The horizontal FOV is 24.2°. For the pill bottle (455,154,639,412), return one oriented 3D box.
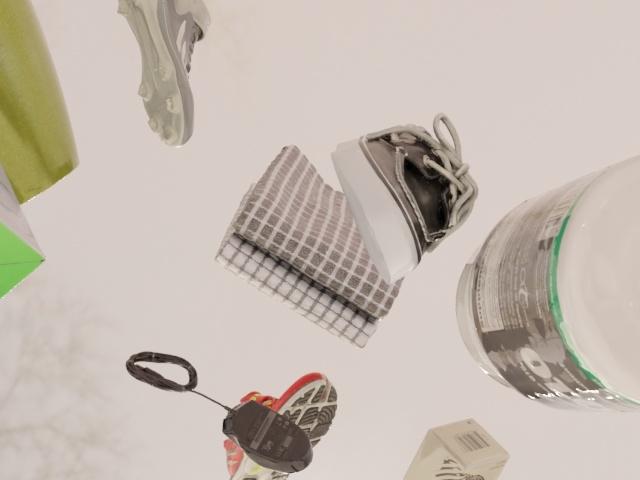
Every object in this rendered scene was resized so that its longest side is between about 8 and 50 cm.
[{"bbox_3d":[0.246,0.047,1.290,0.204,0.204,0.361,30,-10,-6],"label":"pill bottle"}]

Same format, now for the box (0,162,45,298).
[{"bbox_3d":[-0.455,0.013,1.611,0.127,0.262,0.231,47,5,-41],"label":"box"}]

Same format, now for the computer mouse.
[{"bbox_3d":[-0.118,0.199,1.717,0.242,0.071,0.041,30,-44,5],"label":"computer mouse"}]

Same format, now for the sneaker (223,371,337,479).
[{"bbox_3d":[-0.074,0.261,2.148,0.107,0.118,0.279,0,-37,-35],"label":"sneaker"}]

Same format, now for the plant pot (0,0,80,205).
[{"bbox_3d":[-0.435,-0.184,1.855,0.274,0.275,0.294,-12,-67,55],"label":"plant pot"}]

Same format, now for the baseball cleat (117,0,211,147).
[{"bbox_3d":[-0.152,-0.202,1.599,0.109,0.206,0.072,-10,-7,-44],"label":"baseball cleat"}]

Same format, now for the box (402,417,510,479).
[{"bbox_3d":[0.173,0.408,2.271,0.094,0.113,0.275,43,-56,34],"label":"box"}]

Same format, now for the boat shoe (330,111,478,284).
[{"bbox_3d":[0.076,-0.044,1.245,0.306,0.104,0.113,-71,139,-83],"label":"boat shoe"}]

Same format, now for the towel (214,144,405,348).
[{"bbox_3d":[0.000,0.000,1.981,0.235,0.284,0.121,29,-69,-4],"label":"towel"}]
